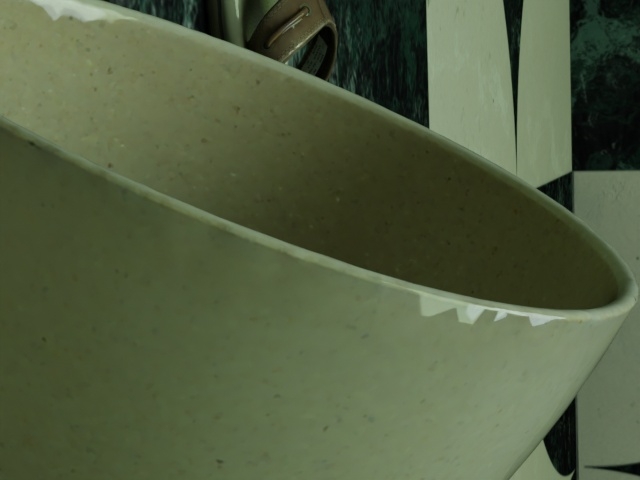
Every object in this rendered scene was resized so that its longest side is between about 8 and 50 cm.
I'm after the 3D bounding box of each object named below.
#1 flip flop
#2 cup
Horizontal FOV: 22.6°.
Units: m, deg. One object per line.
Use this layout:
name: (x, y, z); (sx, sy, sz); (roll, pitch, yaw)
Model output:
flip flop: (-0.030, -0.119, 1.092); (0.112, 0.080, 0.277); (45, 48, -66)
cup: (-0.069, 0.056, 0.666); (0.237, 0.331, 0.331); (-67, 167, 14)
